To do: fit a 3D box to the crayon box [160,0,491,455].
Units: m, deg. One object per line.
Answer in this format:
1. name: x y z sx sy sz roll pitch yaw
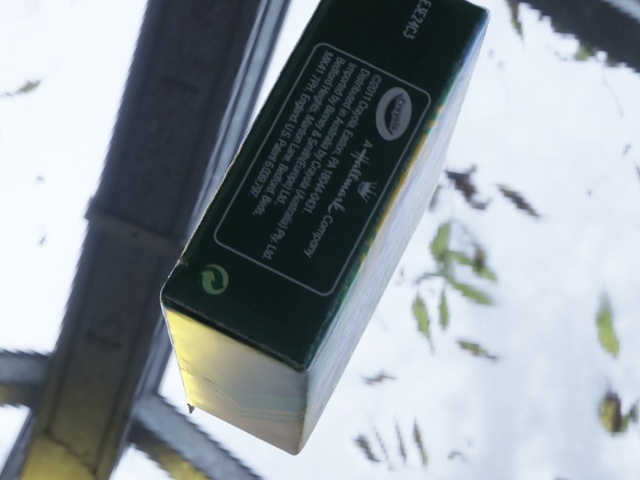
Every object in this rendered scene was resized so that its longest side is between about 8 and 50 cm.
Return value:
1. crayon box: 0.000 0.000 0.946 0.083 0.203 0.323 26 -15 5
